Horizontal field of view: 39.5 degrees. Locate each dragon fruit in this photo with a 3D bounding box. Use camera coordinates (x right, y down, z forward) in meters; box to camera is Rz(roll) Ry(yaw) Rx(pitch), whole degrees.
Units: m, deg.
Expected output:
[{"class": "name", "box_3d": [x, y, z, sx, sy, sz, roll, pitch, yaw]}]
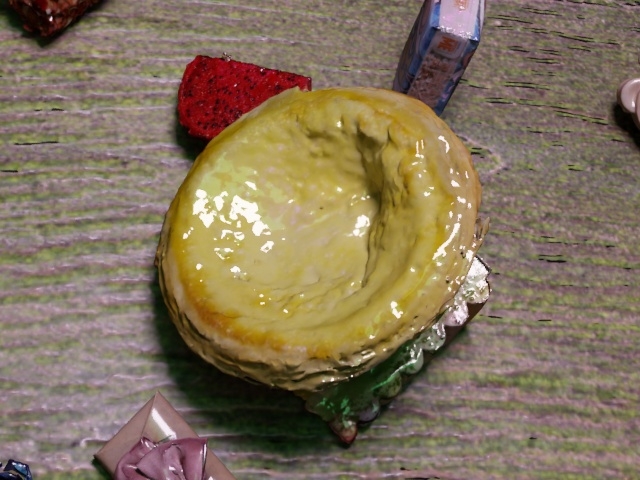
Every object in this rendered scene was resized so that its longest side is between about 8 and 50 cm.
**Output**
[{"class": "dragon fruit", "box_3d": [-0.085, -0.128, 0.945, 0.162, 0.083, 0.106, 20, 65, 27]}]

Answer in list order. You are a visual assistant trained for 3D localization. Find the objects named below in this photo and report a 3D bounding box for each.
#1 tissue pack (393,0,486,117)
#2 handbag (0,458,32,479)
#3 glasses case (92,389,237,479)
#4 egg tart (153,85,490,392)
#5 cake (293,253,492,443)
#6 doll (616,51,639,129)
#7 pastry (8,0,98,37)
[{"class": "tissue pack", "box_3d": [0.133, -0.218, 1.001, 0.065, 0.155, 0.115, 16, 58, -6]}, {"class": "handbag", "box_3d": [-0.317, 0.265, 0.649, 0.260, 0.113, 0.162, -13, 61, -19]}, {"class": "glasses case", "box_3d": [-0.113, 0.224, 0.746, 0.102, 0.070, 0.193, -38, 76, -27]}, {"class": "egg tart", "box_3d": [0.000, 0.000, 0.819, 0.315, 0.120, 0.315, -9, 59, 16]}, {"class": "cake", "box_3d": [0.063, 0.089, 0.882, 0.225, 0.090, 0.109, -44, 79, -10]}, {"class": "doll", "box_3d": [0.498, -0.149, 1.068, 0.278, 0.154, 0.119, 26, 14, 1]}, {"class": "pastry", "box_3d": [-0.264, -0.318, 0.990, 0.115, 0.097, 0.208, 36, 61, -6]}]
